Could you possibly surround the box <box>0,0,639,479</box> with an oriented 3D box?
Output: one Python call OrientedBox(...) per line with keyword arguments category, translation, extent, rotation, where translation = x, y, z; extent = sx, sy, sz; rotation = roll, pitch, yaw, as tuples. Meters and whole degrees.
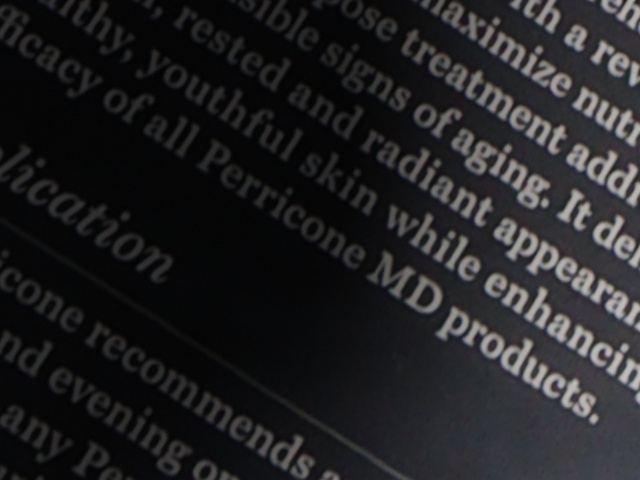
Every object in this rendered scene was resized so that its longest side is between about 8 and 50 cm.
OrientedBox(category="box", translation=(0.000, 0.000, 0.672), extent=(0.297, 0.480, 0.472), rotation=(34, 77, -3))
